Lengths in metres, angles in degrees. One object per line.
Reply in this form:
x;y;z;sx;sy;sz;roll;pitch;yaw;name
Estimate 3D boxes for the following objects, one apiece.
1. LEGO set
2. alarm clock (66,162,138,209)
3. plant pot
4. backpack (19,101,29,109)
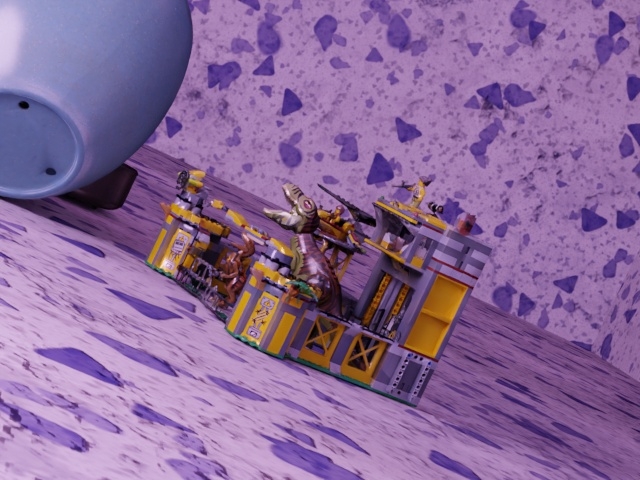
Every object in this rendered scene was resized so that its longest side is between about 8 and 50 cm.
0.000;0.000;1.486;0.255;0.192;0.331;24;3;-21;LEGO set
-0.270;-0.078;1.833;0.129;0.064;0.192;26;6;20;alarm clock
-0.278;-0.154;1.539;0.290;0.290;0.195;24;39;-18;plant pot
-0.357;-0.262;1.795;0.276;0.213;0.263;25;-27;51;backpack
